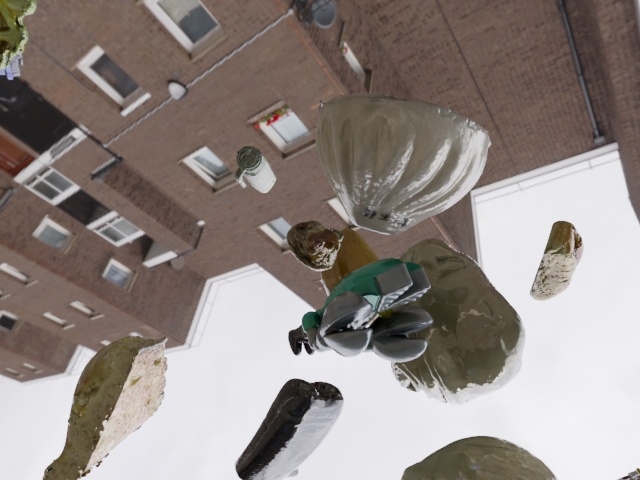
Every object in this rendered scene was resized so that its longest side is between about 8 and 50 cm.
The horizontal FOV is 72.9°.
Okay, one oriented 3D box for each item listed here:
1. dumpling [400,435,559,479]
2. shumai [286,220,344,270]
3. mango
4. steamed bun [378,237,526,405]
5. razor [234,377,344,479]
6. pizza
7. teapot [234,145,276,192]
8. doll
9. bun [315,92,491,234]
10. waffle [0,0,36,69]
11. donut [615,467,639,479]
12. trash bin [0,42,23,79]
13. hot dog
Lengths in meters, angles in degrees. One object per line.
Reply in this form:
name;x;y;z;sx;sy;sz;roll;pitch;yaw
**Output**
dumpling;0.227;0.328;0.529;0.131;0.252;0.179;-66;-158;3
shumai;0.001;0.004;1.092;0.116;0.146;0.145;-40;-149;44
mango;0.114;0.120;1.325;0.212;0.316;0.173;-27;179;-22
steamed bun;0.223;0.175;0.876;0.220;0.309;0.324;-21;-123;-12
razor;-0.082;0.523;1.166;0.348;0.205;0.113;-60;-142;17
pizza;-0.277;0.205;0.599;0.081;0.204;0.188;24;-90;7
teapot;-0.199;-0.196;1.272;0.077;0.200;0.107;35;-97;11
doll;0.073;0.134;0.700;0.153;0.195;0.258;69;-28;24
bun;0.106;-0.097;0.659;0.263;0.263;0.174;15;-88;50
waffle;-0.601;-0.427;0.685;0.297;0.317;0.073;-42;-162;27
donut;0.484;0.400;0.523;0.270;0.103;0.269;3;-151;-2
trash bin;-0.852;-0.467;1.018;0.235;0.162;0.184;-19;-175;-32
hot dog;0.510;0.055;0.934;0.074;0.242;0.084;22;-118;28
